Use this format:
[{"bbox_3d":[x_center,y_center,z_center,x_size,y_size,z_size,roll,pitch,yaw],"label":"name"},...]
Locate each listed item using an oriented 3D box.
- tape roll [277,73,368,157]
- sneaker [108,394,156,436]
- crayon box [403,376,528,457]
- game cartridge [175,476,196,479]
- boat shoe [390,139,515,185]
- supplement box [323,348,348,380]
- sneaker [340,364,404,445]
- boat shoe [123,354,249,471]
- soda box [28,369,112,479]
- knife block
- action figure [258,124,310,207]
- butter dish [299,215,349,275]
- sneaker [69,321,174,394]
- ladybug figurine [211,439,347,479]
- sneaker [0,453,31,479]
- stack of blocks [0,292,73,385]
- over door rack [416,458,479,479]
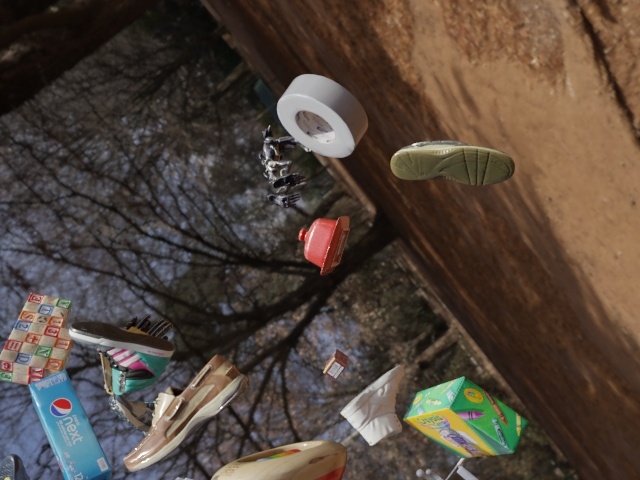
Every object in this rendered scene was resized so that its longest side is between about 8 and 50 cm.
[{"bbox_3d":[0.004,-0.300,1.692,0.219,0.072,0.219,26,158,12],"label":"tape roll"},{"bbox_3d":[-0.569,0.568,2.274,0.110,0.122,0.283,1,140,53],"label":"sneaker"},{"bbox_3d":[0.311,0.396,1.529,0.165,0.081,0.278,35,157,0],"label":"crayon box"},{"bbox_3d":[-0.337,0.781,2.048,0.198,0.062,0.297,18,145,2],"label":"game cartridge"},{"bbox_3d":[0.245,-0.153,1.281,0.073,0.223,0.080,-69,-24,-51],"label":"boat shoe"},{"bbox_3d":[0.044,0.345,1.922,0.043,0.055,0.083,34,-168,0],"label":"supplement box"},{"bbox_3d":[0.205,0.525,2.175,0.169,0.108,0.292,50,-133,9],"label":"sneaker"},{"bbox_3d":[-0.309,0.377,1.529,0.116,0.324,0.123,50,177,4],"label":"boat shoe"},{"bbox_3d":[-0.429,0.332,1.187,0.210,0.067,0.071,53,147,28],"label":"soda box"},{"bbox_3d":[-0.582,0.356,2.231,0.242,0.088,0.276,-4,-145,-22],"label":"knife block"},{"bbox_3d":[-0.096,-0.211,1.923,0.276,0.141,0.164,-104,15,-48],"label":"action figure"},{"bbox_3d":[0.000,0.000,1.823,0.118,0.160,0.160,18,-174,12],"label":"butter dish"},{"bbox_3d":[-0.587,0.347,1.989,0.295,0.178,0.124,17,-170,-14],"label":"sneaker"},{"bbox_3d":[-0.103,0.661,1.894,0.449,0.305,0.162,1,-104,-47],"label":"ladybug figurine"},{"bbox_3d":[-0.709,0.600,1.648,0.082,0.069,0.209,-11,-78,-51],"label":"sneaker"},{"bbox_3d":[-0.839,0.300,2.101,0.171,0.087,0.297,13,-146,-11],"label":"stack of blocks"},{"bbox_3d":[0.313,0.681,1.912,0.108,0.239,0.324,35,180,7],"label":"over door rack"}]
